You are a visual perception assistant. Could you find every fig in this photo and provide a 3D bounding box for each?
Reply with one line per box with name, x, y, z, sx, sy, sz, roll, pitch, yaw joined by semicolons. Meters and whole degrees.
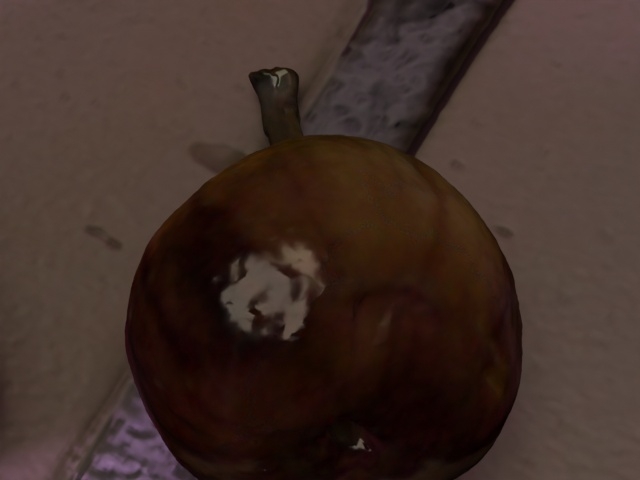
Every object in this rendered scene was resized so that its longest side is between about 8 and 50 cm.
fig;0.007;-0.002;0.572;0.160;0.143;0.230;23;58;-20
